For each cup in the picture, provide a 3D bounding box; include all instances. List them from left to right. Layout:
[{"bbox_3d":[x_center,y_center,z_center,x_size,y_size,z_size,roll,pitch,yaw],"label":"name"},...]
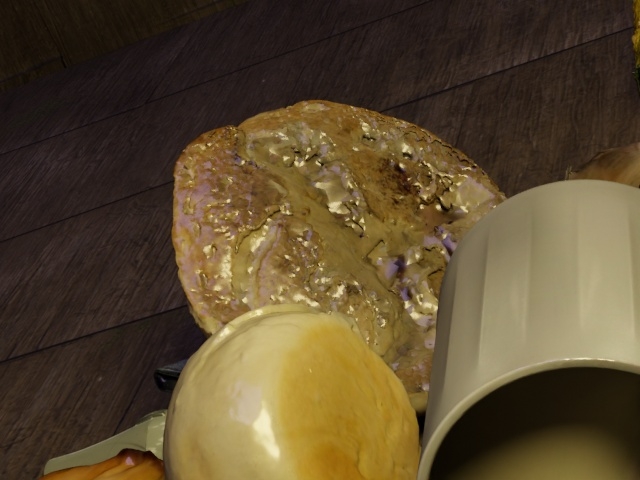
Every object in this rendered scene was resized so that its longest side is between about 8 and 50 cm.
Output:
[{"bbox_3d":[0.238,0.109,1.340,0.322,0.237,0.327,-2,24,10],"label":"cup"}]

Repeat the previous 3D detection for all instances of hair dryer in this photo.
[{"bbox_3d":[-0.166,0.199,1.786,0.219,0.088,0.225,-17,11,8],"label":"hair dryer"}]

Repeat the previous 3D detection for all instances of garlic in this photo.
[{"bbox_3d":[0.310,-0.058,1.922,0.084,0.066,0.152,24,50,29],"label":"garlic"}]

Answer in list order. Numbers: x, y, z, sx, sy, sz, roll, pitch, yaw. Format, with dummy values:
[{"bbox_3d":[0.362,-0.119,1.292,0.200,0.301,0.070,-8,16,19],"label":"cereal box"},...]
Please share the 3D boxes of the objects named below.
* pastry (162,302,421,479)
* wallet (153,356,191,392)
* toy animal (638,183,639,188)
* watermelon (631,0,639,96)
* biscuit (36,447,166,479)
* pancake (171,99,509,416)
[{"bbox_3d":[-0.014,0.178,1.405,0.133,0.265,0.265,-30,14,31],"label":"pastry"},{"bbox_3d":[-0.032,0.128,1.766,0.222,0.036,0.167,3,14,41],"label":"wallet"},{"bbox_3d":[0.372,-0.037,1.554,0.243,0.087,0.260,14,-4,-8],"label":"toy animal"},{"bbox_3d":[0.417,-0.249,2.171,0.123,0.129,0.301,-20,25,18],"label":"watermelon"},{"bbox_3d":[-0.247,0.298,1.586,0.296,0.102,0.296,-22,16,7],"label":"biscuit"},{"bbox_3d":[0.035,0.014,1.723,0.387,0.082,0.387,10,47,-11],"label":"pancake"}]
